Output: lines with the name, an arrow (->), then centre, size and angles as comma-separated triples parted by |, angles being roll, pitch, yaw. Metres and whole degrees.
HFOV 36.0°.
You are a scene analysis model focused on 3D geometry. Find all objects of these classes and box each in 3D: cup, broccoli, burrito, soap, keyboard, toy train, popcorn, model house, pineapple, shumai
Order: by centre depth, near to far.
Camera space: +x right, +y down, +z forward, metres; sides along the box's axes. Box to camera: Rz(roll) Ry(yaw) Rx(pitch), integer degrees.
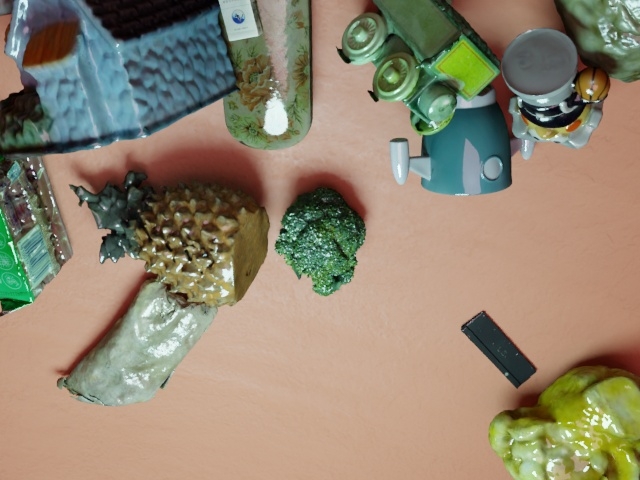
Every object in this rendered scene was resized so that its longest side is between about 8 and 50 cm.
model house -> -0.349, -0.336, 1.500 | 0.297, 0.360, 0.339 | 0, 112, 27
shumai -> 0.420, -0.413, 1.555 | 0.288, 0.292, 0.330 | 4, 139, 5
toy train -> 0.156, -0.304, 1.590 | 0.188, 0.272, 0.159 | -45, 138, 15
cup -> 0.253, -0.181, 1.714 | 0.299, 0.167, 0.173 | -12, 111, -24
soap -> -0.542, -0.032, 1.750 | 0.098, 0.218, 0.273 | 0, 123, 17
pineapple -> -0.284, -0.017, 1.775 | 0.357, 0.223, 0.223 | 16, 118, 11
broccoli -> 0.000, 0.000, 1.809 | 0.195, 0.195, 0.156 | 27, 148, -15
burrito -> -0.357, 0.223, 1.944 | 0.175, 0.107, 0.348 | 42, 108, -6
popcorn -> 0.533, 0.403, 1.996 | 0.334, 0.293, 0.292 | -36, 80, -7
keyboard -> 0.364, 0.224, 2.009 | 0.060, 0.018, 0.195 | -40, 112, 10

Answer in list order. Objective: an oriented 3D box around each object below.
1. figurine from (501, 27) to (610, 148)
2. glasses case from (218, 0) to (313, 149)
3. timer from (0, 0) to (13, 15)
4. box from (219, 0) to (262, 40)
figurine -> 0.388, -0.238, 1.609 | 0.176, 0.236, 0.133 | 17, 78, 24
glasses case -> -0.092, -0.356, 1.643 | 0.156, 0.098, 0.426 | 2, 117, 5
timer -> -0.527, -0.501, 1.476 | 0.285, 0.285, 0.285 | -1, 118, -1
box -> -0.129, -0.366, 1.577 | 0.054, 0.024, 0.083 | -6, 113, 18
